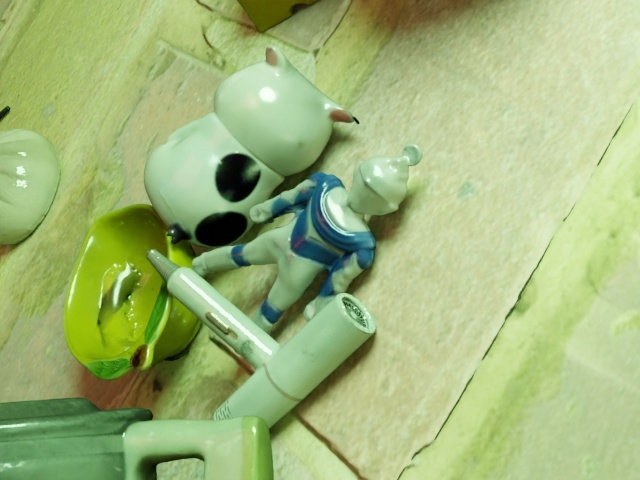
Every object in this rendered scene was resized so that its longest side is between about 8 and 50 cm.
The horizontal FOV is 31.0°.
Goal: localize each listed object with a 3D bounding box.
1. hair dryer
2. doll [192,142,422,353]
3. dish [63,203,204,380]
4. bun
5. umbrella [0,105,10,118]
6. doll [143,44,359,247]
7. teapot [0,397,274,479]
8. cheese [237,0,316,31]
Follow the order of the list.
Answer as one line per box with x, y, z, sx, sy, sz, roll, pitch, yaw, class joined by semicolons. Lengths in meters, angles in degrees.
-0.066;0.050;0.908;0.155;0.044;0.183;-43;78;20;hair dryer
0.000;0.000;0.921;0.227;0.057;0.114;-37;67;29;doll
-0.154;0.054;1.032;0.149;0.080;0.207;-47;41;18;dish
-0.370;-0.069;1.318;0.138;0.094;0.138;-21;59;38;bun
-0.499;-0.103;1.514;0.269;0.044;0.044;-39;73;23;umbrella
-0.068;-0.077;0.993;0.180;0.110;0.107;-47;21;10;doll
-0.203;0.242;0.903;0.239;0.322;0.239;146;119;-78;teapot
-0.004;-0.281;1.075;0.171;0.126;0.093;-10;62;20;cheese
